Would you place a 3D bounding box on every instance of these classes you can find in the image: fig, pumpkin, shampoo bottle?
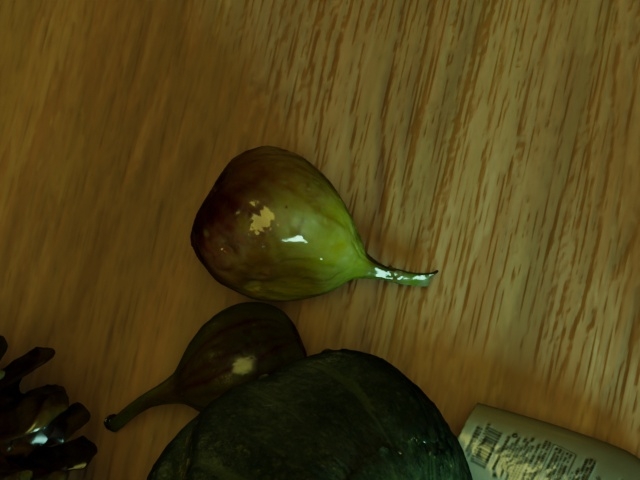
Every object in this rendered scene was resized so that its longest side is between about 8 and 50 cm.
[{"bbox_3d":[0.000,0.000,1.842,0.257,0.159,0.159,18,83,-12],"label":"fig"},{"bbox_3d":[-0.008,0.270,1.696,0.328,0.291,0.257,-36,42,-23],"label":"pumpkin"},{"bbox_3d":[-0.127,0.144,1.840,0.236,0.124,0.124,-20,80,14],"label":"fig"},{"bbox_3d":[0.254,0.253,1.796,0.257,0.078,0.127,27,74,10],"label":"shampoo bottle"}]

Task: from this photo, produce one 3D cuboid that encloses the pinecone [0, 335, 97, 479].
[{"bbox_3d":[-0.364,0.274,1.727,0.385,0.384,0.384,-1,82,5],"label":"pinecone"}]
